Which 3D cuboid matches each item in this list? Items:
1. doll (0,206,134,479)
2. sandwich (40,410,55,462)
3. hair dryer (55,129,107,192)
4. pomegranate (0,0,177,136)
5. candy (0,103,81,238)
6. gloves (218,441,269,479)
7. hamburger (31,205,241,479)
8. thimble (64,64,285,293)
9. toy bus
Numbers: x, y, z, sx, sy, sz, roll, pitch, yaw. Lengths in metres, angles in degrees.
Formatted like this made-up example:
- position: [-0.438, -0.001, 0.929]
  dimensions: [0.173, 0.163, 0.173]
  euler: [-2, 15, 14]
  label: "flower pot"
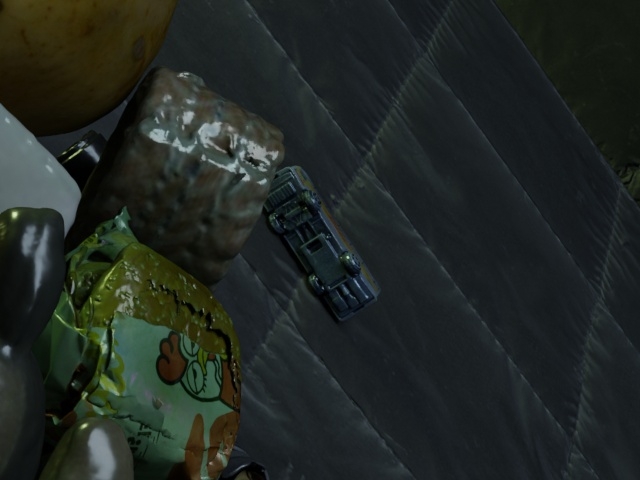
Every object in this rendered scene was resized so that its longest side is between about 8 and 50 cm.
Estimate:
- position: [-0.268, 0.169, 1.315]
  dimensions: [0.378, 0.252, 0.382]
  euler: [41, 60, -70]
  label: "doll"
- position: [-0.246, 0.128, 1.594]
  dimensions: [0.088, 0.090, 0.244]
  euler: [39, 28, -32]
  label: "sandwich"
- position: [-0.183, -0.026, 1.945]
  dimensions: [0.197, 0.089, 0.251]
  euler: [53, 14, -7]
  label: "hair dryer"
- position: [-0.254, -0.249, 1.652]
  dimensions: [0.342, 0.342, 0.342]
  euler: [44, 27, -29]
  label: "pomegranate"
- position: [-0.366, -0.064, 1.487]
  dimensions: [0.359, 0.145, 0.208]
  euler: [46, 39, -25]
  label: "candy"
- position: [-0.144, 0.143, 1.731]
  dimensions: [0.285, 0.119, 0.142]
  euler: [60, -4, 40]
  label: "gloves"
- position: [-0.149, 0.079, 1.546]
  dimensions: [0.214, 0.125, 0.235]
  euler: [57, 36, -46]
  label: "hamburger"
- position: [-0.131, -0.042, 1.722]
  dimensions: [0.148, 0.229, 0.196]
  euler: [25, 45, -12]
  label: "thimble"
- position: [0.000, 0.000, 2.275]
  dimensions: [0.190, 0.064, 0.075]
  euler: [57, 17, -1]
  label: "toy bus"
